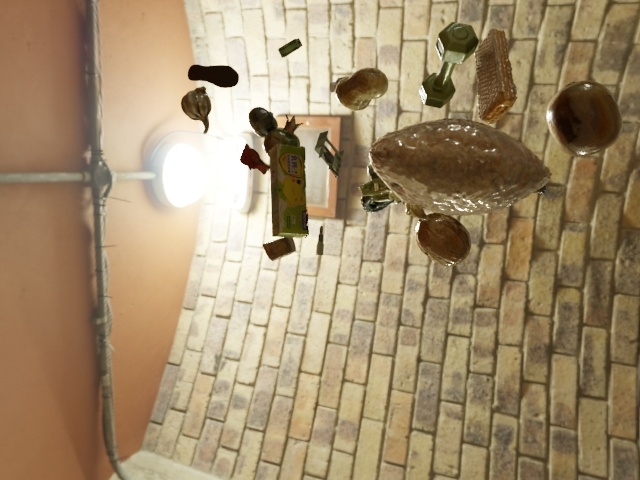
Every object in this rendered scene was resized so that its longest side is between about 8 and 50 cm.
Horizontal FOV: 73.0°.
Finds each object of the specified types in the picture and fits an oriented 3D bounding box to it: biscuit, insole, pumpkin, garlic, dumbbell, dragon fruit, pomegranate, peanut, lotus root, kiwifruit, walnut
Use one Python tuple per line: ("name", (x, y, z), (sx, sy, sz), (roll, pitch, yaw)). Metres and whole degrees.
("biscuit", (0.476, -0.461, 1.185), (0.094, 0.054, 0.378), (124, 164, -51))
("insole", (-0.410, -0.633, 1.653), (0.005, 0.253, 0.086), (1, -74, -65))
("pumpkin", (-0.279, -0.578, 2.122), (0.125, 0.167, 0.167), (-28, -44, -20))
("garlic", (-0.517, -0.542, 1.830), (0.131, 0.127, 0.194), (-7, 96, 66))
("dumbbell", (0.403, -0.551, 1.385), (0.302, 0.108, 0.121), (88, 166, -72))
("dragon fruit", (-0.309, -0.413, 2.184), (0.092, 0.192, 0.122), (-27, -35, -44))
("pomegranate", (-0.167, -0.479, 2.032), (0.224, 0.182, 0.181), (-62, -7, 24))
("peanut", (0.135, -0.483, 1.386), (0.110, 0.236, 0.120), (19, -93, -31))
("lotus root", (-0.152, 0.024, 1.613), (0.122, 0.112, 0.081), (-21, -93, -30))
("kiwifruit", (0.823, -0.385, 1.358), (0.233, 0.196, 0.196), (67, -158, -9))
("walnut", (0.417, -0.007, 1.478), (0.167, 0.207, 0.167), (-51, 0, 0))

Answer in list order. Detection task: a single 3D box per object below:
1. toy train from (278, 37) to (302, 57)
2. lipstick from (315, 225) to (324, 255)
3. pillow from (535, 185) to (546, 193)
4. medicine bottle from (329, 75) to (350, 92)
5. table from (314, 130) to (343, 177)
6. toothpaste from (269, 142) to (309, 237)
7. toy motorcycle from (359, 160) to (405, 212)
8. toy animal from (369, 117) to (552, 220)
("toy train", (-0.110, -0.719, 1.613), (0.038, 0.093, 0.056), (61, -150, -20))
("lipstick", (0.000, 0.000, 1.534), (0.025, 0.025, 0.107), (148, 127, -77))
("pillow", (0.573, -0.234, 1.344), (0.106, 0.250, 0.186), (-58, -4, 24))
("medicine bottle", (0.110, -0.800, 2.235), (0.074, 0.118, 0.055), (90, 155, -45))
("table", (0.038, -0.402, 2.040), (0.146, 0.063, 0.175), (44, -131, -40))
("toothpaste", (-0.110, -0.169, 1.504), (0.077, 0.110, 0.327), (-20, 71, 62))
("toy motorcycle", (0.335, -0.238, 1.618), (0.237, 0.411, 0.168), (63, -176, -54))
("toy animal", (0.286, -0.149, 0.913), (0.226, 0.359, 0.188), (67, -144, -71))
